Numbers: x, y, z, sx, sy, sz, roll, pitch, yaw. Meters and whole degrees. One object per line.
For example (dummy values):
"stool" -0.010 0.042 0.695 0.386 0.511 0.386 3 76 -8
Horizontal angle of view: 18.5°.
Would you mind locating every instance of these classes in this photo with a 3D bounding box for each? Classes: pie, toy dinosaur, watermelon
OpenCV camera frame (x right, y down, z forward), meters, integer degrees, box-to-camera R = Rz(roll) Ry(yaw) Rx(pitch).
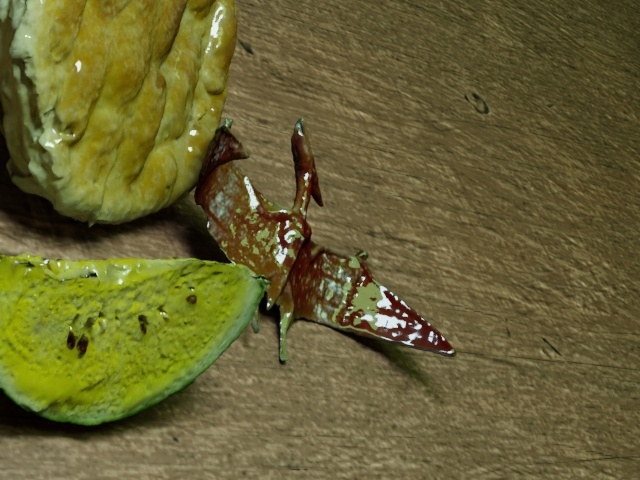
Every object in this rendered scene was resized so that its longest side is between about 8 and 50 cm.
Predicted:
"pie" -0.169 -0.170 1.636 0.339 0.083 0.339 -28 122 -59
"toy dinosaur" 0.001 0.010 1.749 0.206 0.113 0.327 -51 124 -46
"watermelon" -0.169 0.060 1.470 0.301 0.129 0.123 0 52 -47
